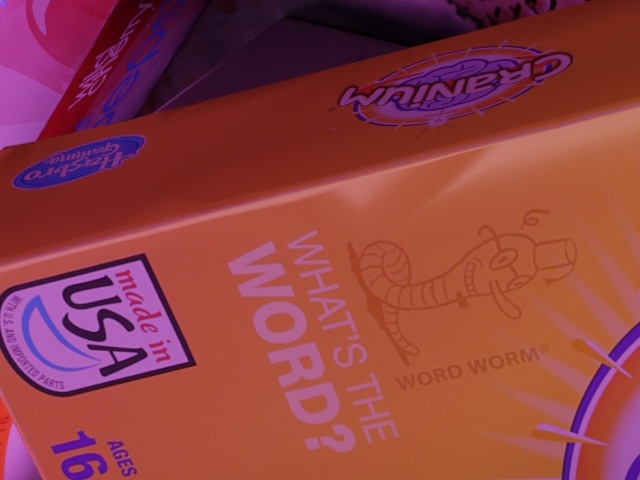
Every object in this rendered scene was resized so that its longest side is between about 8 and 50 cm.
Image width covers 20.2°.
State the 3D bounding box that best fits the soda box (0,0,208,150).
[{"bbox_3d":[-0.111,-0.056,0.595,0.083,0.092,0.263,42,130,4],"label":"soda box"}]

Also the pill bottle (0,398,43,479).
[{"bbox_3d":[-0.141,0.113,0.695,0.221,0.121,0.121,-15,109,36],"label":"pill bottle"}]

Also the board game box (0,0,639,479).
[{"bbox_3d":[0.097,0.053,0.467,0.316,0.064,0.242,-14,119,14],"label":"board game box"}]

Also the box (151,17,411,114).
[{"bbox_3d":[0.000,0.000,0.556,0.087,0.101,0.102,17,124,21],"label":"box"}]
